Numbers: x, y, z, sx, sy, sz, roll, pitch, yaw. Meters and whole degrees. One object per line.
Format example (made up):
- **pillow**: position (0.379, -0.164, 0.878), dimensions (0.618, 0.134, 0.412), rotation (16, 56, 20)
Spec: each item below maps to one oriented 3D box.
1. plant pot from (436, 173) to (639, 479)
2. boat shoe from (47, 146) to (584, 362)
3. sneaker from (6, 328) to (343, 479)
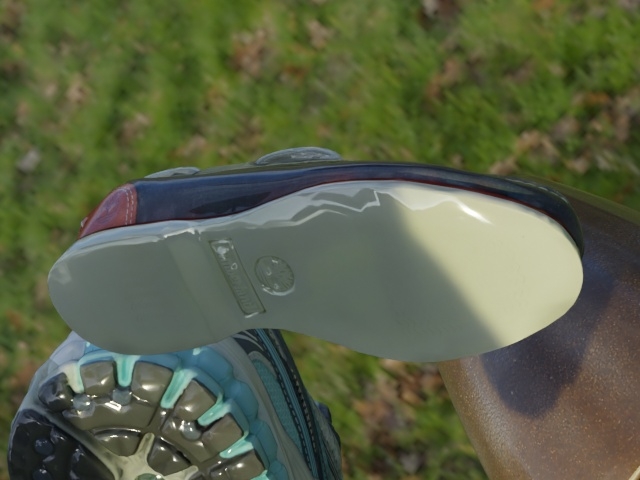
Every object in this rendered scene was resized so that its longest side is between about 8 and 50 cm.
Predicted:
- **plant pot**: position (0.157, 0.069, 1.037), dimensions (0.215, 0.215, 0.230), rotation (-47, 52, 6)
- **boat shoe**: position (0.000, 0.000, 0.440), dimensions (0.137, 0.049, 0.043), rotation (-5, 29, 30)
- **sneaker**: position (-0.017, 0.123, 0.686), dimensions (0.110, 0.283, 0.122), rotation (-3, 34, 16)
